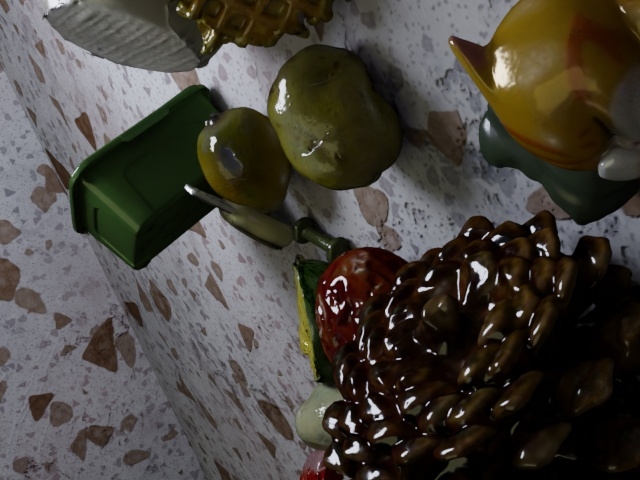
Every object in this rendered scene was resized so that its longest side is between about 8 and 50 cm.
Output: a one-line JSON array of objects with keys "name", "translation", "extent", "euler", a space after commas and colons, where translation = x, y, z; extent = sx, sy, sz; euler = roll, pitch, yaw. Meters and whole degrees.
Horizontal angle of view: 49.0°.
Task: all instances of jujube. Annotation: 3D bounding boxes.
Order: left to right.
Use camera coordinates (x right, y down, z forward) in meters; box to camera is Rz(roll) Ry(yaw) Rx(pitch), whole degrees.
[{"name": "jujube", "translation": [0.109, 0.145, 1.037], "extent": [0.290, 0.197, 0.197], "euler": [58, 153, 16]}]

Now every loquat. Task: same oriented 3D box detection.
[{"name": "loquat", "translation": [-0.125, -0.135, 1.194], "extent": [0.195, 0.152, 0.152], "euler": [55, 153, -8]}]

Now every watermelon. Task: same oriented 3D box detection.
[{"name": "watermelon", "translation": [0.019, 0.127, 1.229], "extent": [0.204, 0.127, 0.232], "euler": [-112, 13, -83]}]

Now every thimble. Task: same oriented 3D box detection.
[{"name": "thimble", "translation": [0.047, 0.554, 1.586], "extent": [0.189, 0.163, 0.125], "euler": [54, 150, 8]}]

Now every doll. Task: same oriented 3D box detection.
[{"name": "doll", "translation": [0.248, -0.141, 0.504], "extent": [0.166, 0.269, 0.162], "euler": [36, -142, -46]}]

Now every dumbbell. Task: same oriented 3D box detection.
[{"name": "dumbbell", "translation": [0.000, 0.000, 1.237], "extent": [0.118, 0.046, 0.052], "euler": [32, 137, 42]}]

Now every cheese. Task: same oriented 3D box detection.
[{"name": "cheese", "translation": [-0.153, -0.052, 1.275], "extent": [0.127, 0.054, 0.251], "euler": [37, -174, 35]}]

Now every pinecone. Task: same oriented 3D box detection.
[{"name": "pinecone", "translation": [0.200, 0.180, 0.762], "extent": [0.397, 0.397, 0.398], "euler": [39, 147, 32]}]

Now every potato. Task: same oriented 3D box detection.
[{"name": "potato", "translation": [0.015, -0.161, 0.952], "extent": [0.200, 0.137, 0.154], "euler": [57, 152, 6]}]

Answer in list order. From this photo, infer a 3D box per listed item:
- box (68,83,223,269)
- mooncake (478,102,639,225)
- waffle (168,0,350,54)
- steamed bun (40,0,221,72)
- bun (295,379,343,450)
[{"name": "box", "translation": [-0.293, -0.112, 1.330], "extent": [0.178, 0.329, 0.253], "euler": [41, 151, 7]}, {"name": "mooncake", "translation": [0.238, -0.100, 0.694], "extent": [0.175, 0.104, 0.168], "euler": [14, 135, 57]}, {"name": "waffle", "translation": [-0.086, -0.355, 0.853], "extent": [0.052, 0.254, 0.245], "euler": [-95, -11, -61]}, {"name": "steamed bun", "translation": [-0.247, -0.415, 1.011], "extent": [0.309, 0.309, 0.309], "euler": [39, 147, 32]}, {"name": "bun", "translation": [0.070, 0.301, 1.258], "extent": [0.239, 0.239, 0.141], "euler": [145, 120, -62]}]
